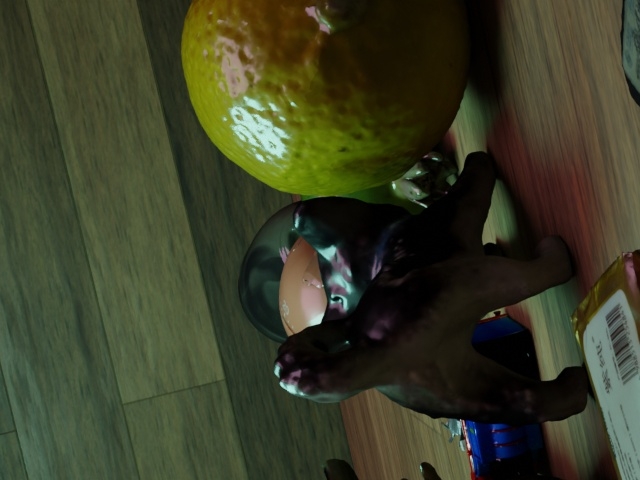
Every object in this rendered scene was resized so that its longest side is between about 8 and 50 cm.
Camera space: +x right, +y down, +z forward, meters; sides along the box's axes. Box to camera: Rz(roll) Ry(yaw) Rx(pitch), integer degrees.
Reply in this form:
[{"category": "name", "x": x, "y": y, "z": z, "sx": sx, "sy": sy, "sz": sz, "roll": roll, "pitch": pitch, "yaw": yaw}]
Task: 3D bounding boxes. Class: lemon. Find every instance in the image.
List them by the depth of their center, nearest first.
[{"category": "lemon", "x": 0.008, "y": -0.201, "z": 1.588, "sx": 0.336, "sy": 0.336, "sz": 0.336, "roll": 167, "pitch": 90, "yaw": -83}]

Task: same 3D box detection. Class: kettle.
[{"category": "kettle", "x": 0.000, "y": 0.000, "z": 2.530, "sx": 0.324, "sy": 0.228, "sz": 0.320, "roll": 118, "pitch": 170, "yaw": -72}]

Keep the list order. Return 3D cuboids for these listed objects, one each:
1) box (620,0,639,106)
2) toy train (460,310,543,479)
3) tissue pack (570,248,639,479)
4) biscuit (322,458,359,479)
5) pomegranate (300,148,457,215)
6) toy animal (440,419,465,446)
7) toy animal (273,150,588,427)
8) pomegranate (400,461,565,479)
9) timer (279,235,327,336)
[{"category": "box", "x": 0.236, "y": -0.192, "z": 0.854, "sx": 0.211, "sy": 0.058, "sz": 0.350, "roll": -109, "pitch": 9, "yaw": -50}, {"category": "toy train", "x": 0.201, "y": 0.190, "z": 1.705, "sx": 0.131, "sy": 0.083, "sz": 0.203, "roll": -145, "pitch": 42, "yaw": -76}, {"category": "tissue pack", "x": 0.263, "y": 0.129, "z": 1.085, "sx": 0.183, "sy": 0.092, "sz": 0.226, "roll": 98, "pitch": 157, "yaw": -70}, {"category": "biscuit", "x": 0.070, "y": 0.364, "z": 1.466, "sx": 0.099, "sy": 0.038, "sz": 0.322, "roll": 66, "pitch": -179, "yaw": -64}, {"category": "pomegranate", "x": 0.078, "y": -0.085, "z": 1.869, "sx": 0.225, "sy": 0.187, "sz": 0.187, "roll": 16, "pitch": 123, "yaw": 51}, {"category": "toy animal", "x": 0.187, "y": 0.262, "z": 2.134, "sx": 0.084, "sy": 0.028, "sz": 0.050, "roll": -131, "pitch": 20, "yaw": -73}, {"category": "toy animal", "x": 0.079, "y": 0.050, "z": 1.525, "sx": 0.344, "sy": 0.303, "sz": 0.194, "roll": -120, "pitch": 21, "yaw": -63}, {"category": "pomegranate", "x": 0.177, "y": 0.330, "z": 1.450, "sx": 0.277, "sy": 0.222, "sz": 0.204, "roll": 24, "pitch": -155, "yaw": -54}, {"category": "timer", "x": 0.059, "y": 0.073, "z": 2.005, "sx": 0.214, "sy": 0.230, "sz": 0.229, "roll": 99, "pitch": 158, "yaw": -47}]
